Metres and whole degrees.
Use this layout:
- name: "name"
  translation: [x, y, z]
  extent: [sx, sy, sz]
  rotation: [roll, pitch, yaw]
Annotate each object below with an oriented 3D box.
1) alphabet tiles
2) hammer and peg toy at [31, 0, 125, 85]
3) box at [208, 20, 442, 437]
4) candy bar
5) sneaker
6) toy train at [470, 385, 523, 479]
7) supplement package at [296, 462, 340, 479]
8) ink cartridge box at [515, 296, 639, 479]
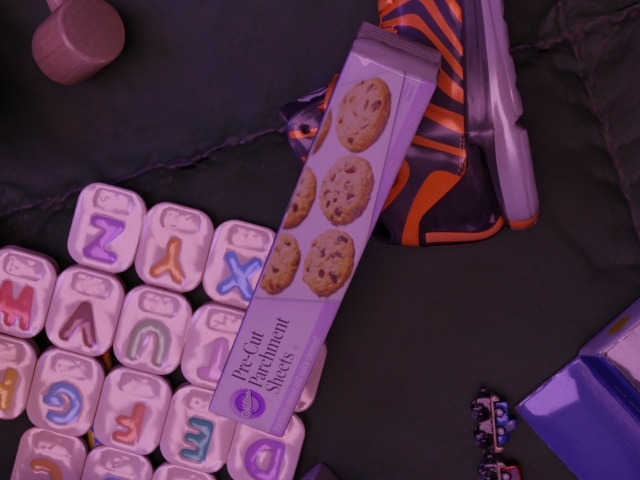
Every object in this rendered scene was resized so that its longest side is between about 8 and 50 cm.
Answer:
- name: "alphabet tiles"
  translation: [-0.144, 0.104, 1.116]
  extent: [0.284, 0.021, 0.278]
  rotation: [16, 98, -1]
- name: "hammer and peg toy"
  translation: [-0.348, -0.191, 1.025]
  extent: [0.127, 0.361, 0.266]
  rotation: [-32, 70, 53]
- name: "box"
  translation: [0.000, 0.000, 0.999]
  extent: [0.067, 0.063, 0.324]
  rotation: [22, 120, -2]
- name: "candy bar"
  translation: [-0.181, 0.163, 1.145]
  extent: [0.040, 0.018, 0.161]
  rotation: [-7, 98, 8]
- name: "sneaker"
  translation: [0.049, -0.145, 1.019]
  extent: [0.180, 0.124, 0.321]
  rotation: [-11, 96, 8]
- name: "toy train"
  translation: [0.145, 0.193, 1.102]
  extent: [0.036, 0.027, 0.158]
  rotation: [-7, 97, 5]
- name: "supplement package"
  translation: [-0.005, 0.312, 1.049]
  extent: [0.149, 0.203, 0.194]
  rotation: [-39, 92, 11]
- name: "ink cartridge box"
  translation: [0.363, 0.146, 1.049]
  extent: [0.307, 0.072, 0.303]
  rotation: [-43, 91, 9]
